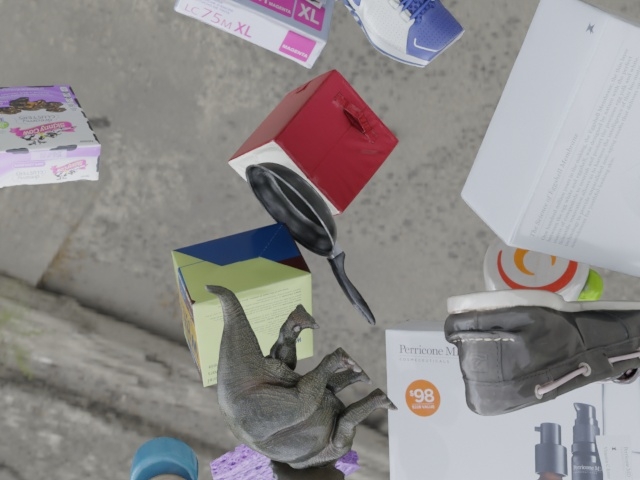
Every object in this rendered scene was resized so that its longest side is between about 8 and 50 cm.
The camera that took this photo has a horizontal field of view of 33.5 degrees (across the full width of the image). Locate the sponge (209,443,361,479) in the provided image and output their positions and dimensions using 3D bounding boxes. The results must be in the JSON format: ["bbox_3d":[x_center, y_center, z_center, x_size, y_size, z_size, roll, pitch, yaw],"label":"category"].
[{"bbox_3d":[-0.048,0.330,1.559,0.117,0.031,0.210,-36,143,24],"label":"sponge"}]

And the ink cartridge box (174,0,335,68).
[{"bbox_3d":[-0.063,-0.379,1.367,0.185,0.311,0.065,21,141,-15],"label":"ink cartridge box"}]

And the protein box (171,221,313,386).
[{"bbox_3d":[-0.127,0.106,1.769,0.199,0.136,0.201,-15,135,-14],"label":"protein box"}]

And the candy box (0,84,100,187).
[{"bbox_3d":[-0.458,-0.171,1.704,0.164,0.196,0.070,-6,129,-27],"label":"candy box"}]

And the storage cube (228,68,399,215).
[{"bbox_3d":[-0.014,-0.161,1.922,0.184,0.193,0.215,47,153,-16],"label":"storage cube"}]

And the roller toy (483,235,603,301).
[{"bbox_3d":[0.398,0.072,1.963,0.191,0.209,0.146,-24,146,-2],"label":"roller toy"}]

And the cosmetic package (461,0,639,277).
[{"bbox_3d":[0.291,-0.094,1.024,0.224,0.138,0.224,14,109,-21],"label":"cosmetic package"}]

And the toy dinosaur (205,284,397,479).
[{"bbox_3d":[-0.030,0.170,1.092,0.160,0.121,0.313,-44,130,-2],"label":"toy dinosaur"}]

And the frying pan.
[{"bbox_3d":[0.003,-0.009,1.706,0.326,0.053,0.197,44,163,3],"label":"frying pan"}]

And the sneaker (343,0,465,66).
[{"bbox_3d":[0.106,-0.449,1.819,0.315,0.127,0.182,42,159,10],"label":"sneaker"}]

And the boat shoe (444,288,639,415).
[{"bbox_3d":[0.214,0.098,0.925,0.112,0.096,0.335,-7,171,40],"label":"boat shoe"}]

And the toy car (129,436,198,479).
[{"bbox_3d":[-0.134,0.370,1.093,0.238,0.219,0.210,38,105,-19],"label":"toy car"}]

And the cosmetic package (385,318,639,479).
[{"bbox_3d":[0.269,0.244,1.269,0.377,0.285,0.097,-1,-177,24],"label":"cosmetic package"}]
